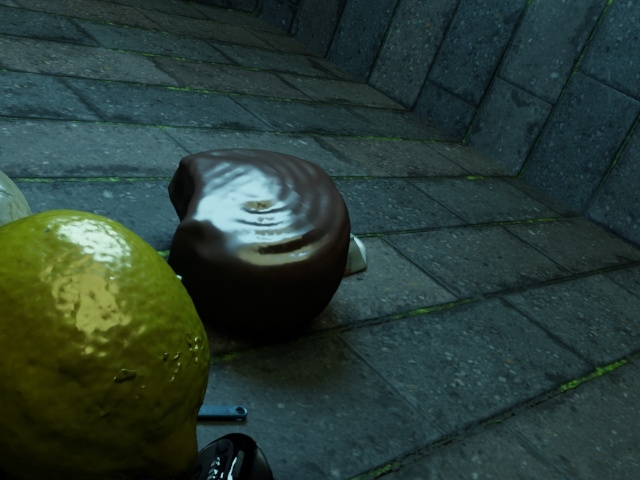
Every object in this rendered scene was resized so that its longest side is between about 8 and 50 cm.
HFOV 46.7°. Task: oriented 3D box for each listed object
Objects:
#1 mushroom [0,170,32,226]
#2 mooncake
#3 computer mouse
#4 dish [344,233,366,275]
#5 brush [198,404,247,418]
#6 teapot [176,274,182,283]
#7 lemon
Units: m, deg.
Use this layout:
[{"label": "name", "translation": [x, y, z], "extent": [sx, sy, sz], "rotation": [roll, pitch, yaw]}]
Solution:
[{"label": "mushroom", "translation": [-0.440, -0.006, 0.866], "extent": [0.253, 0.189, 0.195], "rotation": [34, 24, 33]}, {"label": "mooncake", "translation": [-0.108, -0.021, 1.146], "extent": [0.334, 0.174, 0.326], "rotation": [27, 39, 15]}, {"label": "computer mouse", "translation": [-0.094, 0.273, 0.653], "extent": [0.096, 0.137, 0.233], "rotation": [38, 19, -13]}, {"label": "dish", "translation": [0.000, 0.000, 1.376], "extent": [0.154, 0.064, 0.234], "rotation": [35, 26, 27]}, {"label": "brush", "translation": [-0.161, 0.203, 0.878], "extent": [0.164, 0.014, 0.051], "rotation": [9, 29, -29]}, {"label": "teapot", "translation": [-0.261, 0.063, 0.993], "extent": [0.124, 0.091, 0.092], "rotation": [28, 25, 26]}, {"label": "lemon", "translation": [-0.238, 0.109, 0.730], "extent": [0.320, 0.245, 0.245], "rotation": [46, 30, 16]}]
